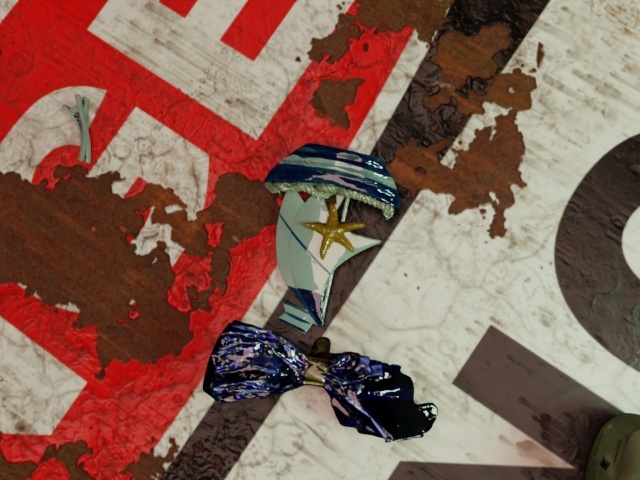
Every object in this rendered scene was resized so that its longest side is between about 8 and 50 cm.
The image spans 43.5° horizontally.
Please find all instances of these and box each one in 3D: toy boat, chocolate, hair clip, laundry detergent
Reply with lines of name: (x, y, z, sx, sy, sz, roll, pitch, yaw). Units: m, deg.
toy boat: (0.000, 0.000, 1.253, 0.220, 0.067, 0.291, 13, 94, 10)
chocolate: (0.008, 0.202, 1.182, 0.343, 0.126, 0.148, 13, 41, 5)
hair clip: (-0.403, -0.183, 1.336, 0.039, 0.030, 0.115, -16, 77, 24)
laundry detergent: (0.412, 0.319, 1.039, 0.091, 0.253, 0.181, 17, 84, 9)
